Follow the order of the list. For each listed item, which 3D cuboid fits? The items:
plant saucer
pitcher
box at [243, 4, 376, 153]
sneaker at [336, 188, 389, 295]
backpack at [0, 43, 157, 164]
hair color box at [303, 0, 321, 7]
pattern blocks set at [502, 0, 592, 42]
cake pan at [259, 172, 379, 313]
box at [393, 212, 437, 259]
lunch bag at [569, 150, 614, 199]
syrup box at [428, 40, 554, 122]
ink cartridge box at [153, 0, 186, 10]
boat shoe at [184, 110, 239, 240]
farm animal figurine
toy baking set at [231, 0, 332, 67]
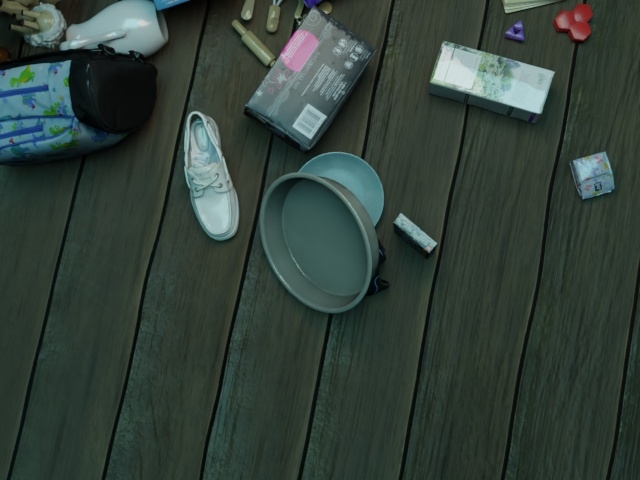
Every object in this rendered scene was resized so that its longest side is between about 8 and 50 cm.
[{"bbox_3d":[0.033,-0.087,1.785,0.195,0.037,0.195,0,99,0],"label":"plant saucer"},{"bbox_3d":[-0.437,-0.433,1.816,0.207,0.178,0.125,-12,110,5],"label":"pitcher"},{"bbox_3d":[-0.024,-0.324,1.770,0.163,0.142,0.247,34,88,-6],"label":"box"},{"bbox_3d":[0.082,0.000,1.745,0.090,0.081,0.232,-11,107,-2],"label":"sneaker"},{"bbox_3d":[-0.552,-0.273,1.763,0.355,0.290,0.273,9,101,13],"label":"backpack"},{"bbox_3d":[0.069,-0.655,1.778,0.339,0.110,0.185,-29,62,9],"label":"hair color box"},{"bbox_3d":[0.446,-0.578,1.827,0.285,0.026,0.325,3,83,5],"label":"pattern blocks set"},{"bbox_3d":[0.000,0.000,1.701,0.054,0.293,0.293,-27,78,-43],"label":"cake pan"},{"bbox_3d":[0.189,-0.007,1.725,0.094,0.137,0.027,40,88,9],"label":"box"},{"bbox_3d":[0.555,-0.132,1.751,0.071,0.053,0.083,-15,91,5],"label":"lunch bag"},{"bbox_3d":[0.349,-0.324,1.770,0.237,0.096,0.093,17,87,7],"label":"syrup box"},{"bbox_3d":[-0.293,-0.643,1.749,0.198,0.197,0.270,-20,118,-3],"label":"ink cartridge box"},{"bbox_3d":[-0.240,-0.136,1.800,0.098,0.096,0.277,-16,82,3],"label":"boat shoe"},{"bbox_3d":[-0.633,-0.526,1.840,0.327,0.172,0.330,-13,76,40],"label":"farm animal figurine"},{"bbox_3d":[-0.089,-0.481,1.865,0.256,0.030,0.197,43,83,2],"label":"toy baking set"}]
